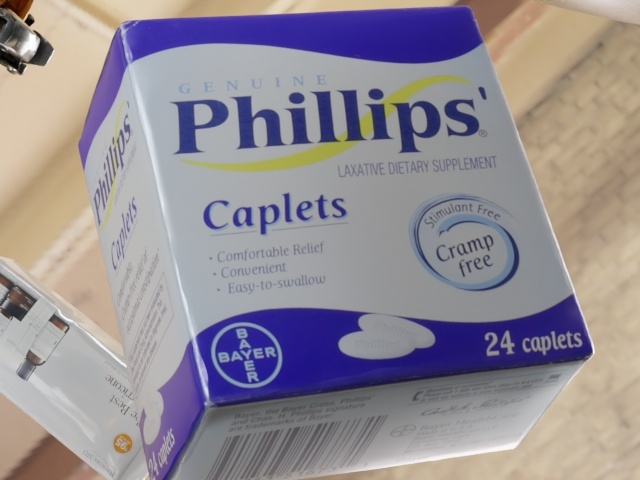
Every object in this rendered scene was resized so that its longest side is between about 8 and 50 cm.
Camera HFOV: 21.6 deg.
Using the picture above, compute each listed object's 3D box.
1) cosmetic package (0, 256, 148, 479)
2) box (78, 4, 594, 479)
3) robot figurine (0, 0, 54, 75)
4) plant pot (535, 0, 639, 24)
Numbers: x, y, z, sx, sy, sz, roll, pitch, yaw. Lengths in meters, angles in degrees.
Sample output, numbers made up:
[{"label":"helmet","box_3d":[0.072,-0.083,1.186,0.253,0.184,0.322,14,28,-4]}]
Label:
[{"label":"cosmetic package","box_3d":[-0.238,0.118,1.536,0.099,0.239,0.060,-57,-19,4]},{"label":"box","box_3d":[0.000,0.000,0.536,0.126,0.137,0.072,-5,-30,-21]},{"label":"robot figurine","box_3d":[-0.279,-0.189,1.134,0.211,0.291,0.085,28,-92,-19]},{"label":"plant pot","box_3d":[0.074,-0.151,0.415,0.237,0.237,0.254,-42,-33,12]}]
